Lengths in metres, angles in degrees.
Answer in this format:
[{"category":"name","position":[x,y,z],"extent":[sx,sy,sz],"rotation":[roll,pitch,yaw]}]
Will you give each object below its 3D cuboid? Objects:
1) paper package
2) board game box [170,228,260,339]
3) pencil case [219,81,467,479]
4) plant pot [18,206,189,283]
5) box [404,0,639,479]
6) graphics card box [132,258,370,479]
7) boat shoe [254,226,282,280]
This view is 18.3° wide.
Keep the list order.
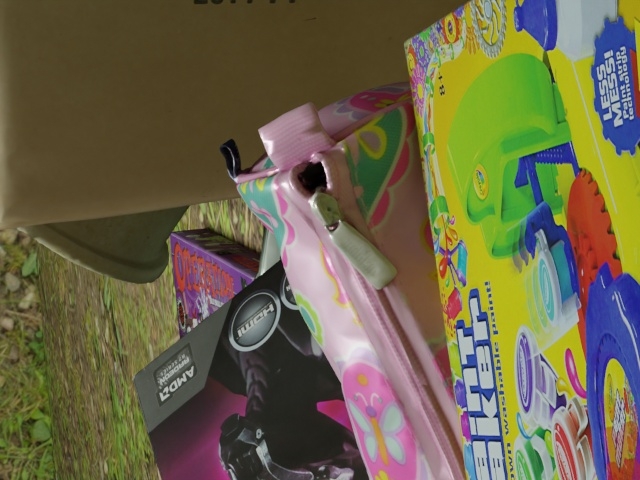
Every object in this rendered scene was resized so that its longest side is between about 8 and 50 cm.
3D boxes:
[{"category":"paper package","position":[-0.061,-0.185,1.160],"extent":[0.168,0.325,0.309],"rotation":[-136,41,-67]},{"category":"board game box","position":[-0.079,0.109,1.887],"extent":[0.347,0.056,0.208],"rotation":[-159,67,-73]},{"category":"pencil case","position":[0.061,0.064,0.890],"extent":[0.284,0.124,0.124],"rotation":[66,165,-3]},{"category":"plant pot","position":[-0.138,-0.193,1.376],"extent":[0.305,0.334,0.334],"rotation":[-47,32,10]},{"category":"box","position":[0.170,0.036,0.717],"extent":[0.279,0.177,0.290],"rotation":[158,104,-75]},{"category":"graphics card box","position":[0.032,0.166,1.194],"extent":[0.233,0.094,0.371],"rotation":[-38,45,19]},{"category":"boat shoe","position":[0.000,0.000,1.405],"extent":[0.114,0.091,0.302],"rotation":[-84,6,-63]}]
